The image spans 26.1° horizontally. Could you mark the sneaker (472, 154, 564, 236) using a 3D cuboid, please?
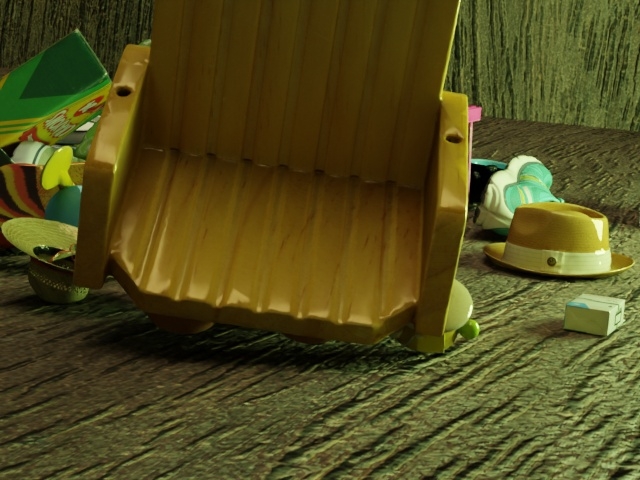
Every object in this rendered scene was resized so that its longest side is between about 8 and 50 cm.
[{"bbox_3d":[0.301,-0.049,2.017,0.110,0.107,0.275,26,21,12],"label":"sneaker"}]

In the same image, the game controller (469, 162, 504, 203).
[{"bbox_3d":[0.154,-0.110,2.287,0.166,0.067,0.319,-7,14,-42],"label":"game controller"}]

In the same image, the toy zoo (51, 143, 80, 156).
[{"bbox_3d":[-0.545,-0.170,2.470,0.293,0.030,0.192,10,13,30],"label":"toy zoo"}]

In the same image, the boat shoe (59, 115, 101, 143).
[{"bbox_3d":[-0.465,-0.221,2.439,0.268,0.088,0.096,5,11,6],"label":"boat shoe"}]

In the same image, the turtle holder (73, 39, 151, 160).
[{"bbox_3d":[-0.216,-0.195,2.175,0.320,0.243,0.227,8,25,-24],"label":"turtle holder"}]

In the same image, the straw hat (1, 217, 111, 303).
[{"bbox_3d":[-0.270,0.033,1.436,0.144,0.061,0.144,19,16,-6],"label":"straw hat"}]

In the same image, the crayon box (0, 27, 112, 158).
[{"bbox_3d":[-0.436,-0.156,1.906,0.318,0.081,0.202,-34,-1,-4],"label":"crayon box"}]

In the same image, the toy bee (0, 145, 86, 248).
[{"bbox_3d":[-0.252,-0.048,1.582,0.298,0.162,0.195,16,-22,-14],"label":"toy bee"}]

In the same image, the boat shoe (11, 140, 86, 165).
[{"bbox_3d":[-0.358,-0.083,1.895,0.094,0.109,0.302,6,8,1],"label":"boat shoe"}]

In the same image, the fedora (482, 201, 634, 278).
[{"bbox_3d":[0.305,-0.005,1.761,0.194,0.079,0.194,3,11,-1],"label":"fedora"}]

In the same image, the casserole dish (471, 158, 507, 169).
[{"bbox_3d":[0.300,-0.115,2.439,0.114,0.037,0.188,-4,14,-35],"label":"casserole dish"}]

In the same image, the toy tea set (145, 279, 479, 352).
[{"bbox_3d":[-0.014,0.052,1.390,0.336,0.124,0.200,6,40,-4],"label":"toy tea set"}]

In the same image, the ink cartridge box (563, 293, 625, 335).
[{"bbox_3d":[0.294,0.077,1.470,0.048,0.028,0.083,9,12,24],"label":"ink cartridge box"}]

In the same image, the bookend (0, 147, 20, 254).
[{"bbox_3d":[-0.415,-0.030,1.634,0.157,0.156,0.072,49,-17,-32],"label":"bookend"}]

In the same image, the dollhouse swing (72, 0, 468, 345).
[{"bbox_3d":[-0.026,-0.132,1.273,0.347,0.305,0.315,9,40,-2],"label":"dollhouse swing"}]

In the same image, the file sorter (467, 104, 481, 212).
[{"bbox_3d":[0.043,-0.101,1.905,0.291,0.182,0.202,9,13,31],"label":"file sorter"}]
